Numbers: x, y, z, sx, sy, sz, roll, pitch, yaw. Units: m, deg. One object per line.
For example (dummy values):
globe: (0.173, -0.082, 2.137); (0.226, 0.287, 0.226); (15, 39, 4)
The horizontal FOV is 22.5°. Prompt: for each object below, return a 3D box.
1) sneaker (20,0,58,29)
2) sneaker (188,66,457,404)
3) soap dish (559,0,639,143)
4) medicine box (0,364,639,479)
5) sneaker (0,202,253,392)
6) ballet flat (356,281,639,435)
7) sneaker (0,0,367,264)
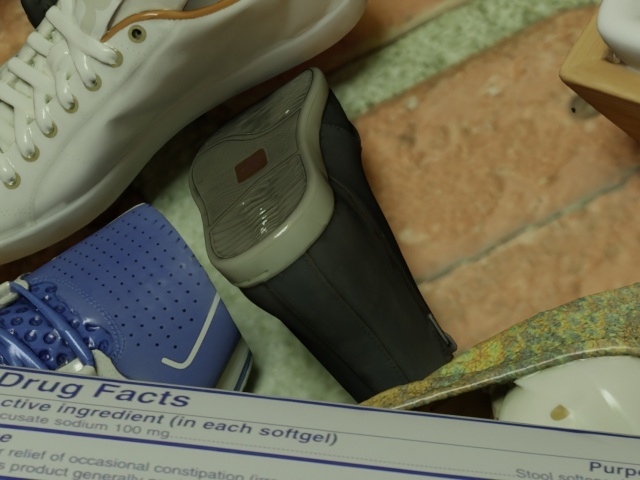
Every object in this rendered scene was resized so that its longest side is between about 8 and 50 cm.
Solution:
sneaker: (-0.045, -0.235, 0.953); (0.343, 0.134, 0.146); (-45, 39, -17)
sneaker: (0.000, 0.000, 0.798); (0.083, 0.118, 0.222); (-33, 22, 14)
soap dish: (0.283, -0.136, 0.765); (0.229, 0.118, 0.291); (21, 65, 29)
medicine box: (-0.005, 0.176, 0.472); (0.263, 0.149, 0.289); (7, 24, -2)
sneaker: (-0.181, 0.093, 0.715); (0.315, 0.182, 0.127); (-42, 58, -11)
ballet flat: (0.054, 0.109, 0.664); (0.348, 0.123, 0.123); (-18, 53, 9)
sneaker: (-0.118, -0.098, 0.819); (0.290, 0.123, 0.106); (-36, 59, -2)
